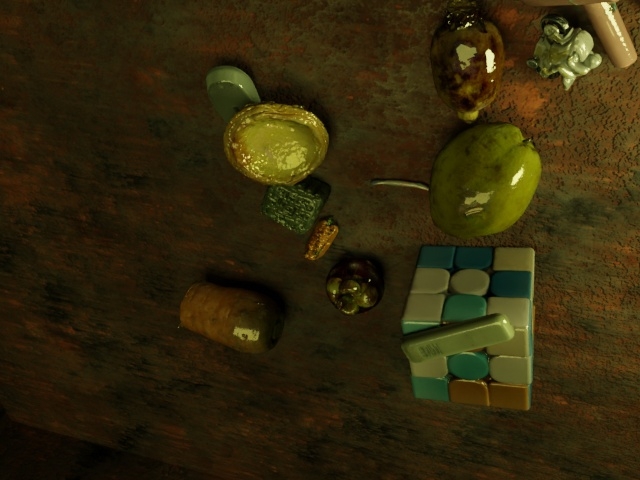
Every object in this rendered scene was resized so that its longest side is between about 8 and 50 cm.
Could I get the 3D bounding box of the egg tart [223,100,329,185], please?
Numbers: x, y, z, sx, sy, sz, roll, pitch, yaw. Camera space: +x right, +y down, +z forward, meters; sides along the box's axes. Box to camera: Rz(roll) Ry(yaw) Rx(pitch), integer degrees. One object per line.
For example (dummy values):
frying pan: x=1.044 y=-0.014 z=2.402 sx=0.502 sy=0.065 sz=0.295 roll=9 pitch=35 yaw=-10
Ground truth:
egg tart: x=-0.127 y=-0.284 z=1.740 sx=0.294 sy=0.123 sz=0.294 roll=-4 pitch=135 yaw=-4

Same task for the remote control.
remote control: x=0.350 y=0.257 z=1.623 sx=0.309 sy=0.038 sz=0.090 roll=-22 pitch=114 yaw=32

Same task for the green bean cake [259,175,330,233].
green bean cake: x=-0.081 y=-0.120 z=1.901 sx=0.181 sy=0.094 sz=0.173 roll=29 pitch=133 yaw=-2

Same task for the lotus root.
lotus root: x=0.347 y=-0.410 z=1.470 sx=0.169 sy=0.141 sz=0.314 roll=3 pitch=129 yaw=24

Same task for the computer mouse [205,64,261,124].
computer mouse: x=-0.235 y=-0.398 z=1.749 sx=0.128 sy=0.079 sz=0.231 roll=-4 pitch=142 yaw=19

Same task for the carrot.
carrot: x=-0.308 y=0.274 z=2.226 sx=0.341 sy=0.224 sz=0.224 roll=13 pitch=131 yaw=16

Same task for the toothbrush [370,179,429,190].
toothbrush: x=0.274 y=-0.156 z=1.786 sx=0.269 sy=0.021 sz=0.027 roll=7 pitch=117 yaw=15

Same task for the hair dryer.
hair dryer: x=0.577 y=-0.484 z=1.329 sx=0.352 sy=0.125 sz=0.210 roll=40 pitch=168 yaw=-38

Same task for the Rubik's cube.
Rubik's cube: x=0.448 y=0.247 z=1.831 sx=0.347 sy=0.347 sz=0.344 roll=1 pitch=129 yaw=19

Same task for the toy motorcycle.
toy motorcycle: x=0.544 y=-0.410 z=1.378 sx=0.151 sy=0.074 sz=0.228 roll=30 pitch=170 yaw=22

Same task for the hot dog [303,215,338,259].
hot dog: x=0.000 y=0.000 z=1.994 sx=0.072 sy=0.055 sz=0.188 roll=28 pitch=133 yaw=-1

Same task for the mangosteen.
mangosteen: x=0.101 y=0.161 z=1.980 sx=0.192 sy=0.217 sz=0.192 roll=11 pitch=124 yaw=16

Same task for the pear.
pear: x=0.412 y=-0.149 z=1.595 sx=0.269 sy=0.269 sz=0.321 roll=35 pitch=118 yaw=-9
